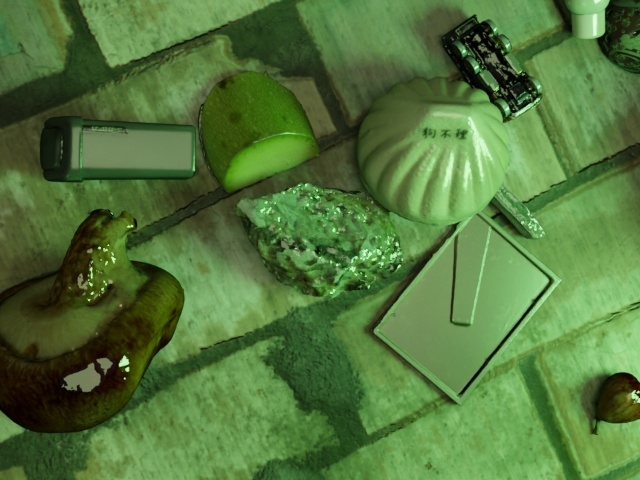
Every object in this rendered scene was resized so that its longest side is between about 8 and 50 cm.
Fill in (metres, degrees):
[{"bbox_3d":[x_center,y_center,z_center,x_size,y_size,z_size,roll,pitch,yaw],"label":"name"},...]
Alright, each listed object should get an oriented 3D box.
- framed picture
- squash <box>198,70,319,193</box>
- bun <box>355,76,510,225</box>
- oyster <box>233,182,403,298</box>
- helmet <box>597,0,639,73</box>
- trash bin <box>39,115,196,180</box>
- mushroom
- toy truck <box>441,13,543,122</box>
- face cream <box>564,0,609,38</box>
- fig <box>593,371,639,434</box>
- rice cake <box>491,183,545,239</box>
[{"bbox_3d":[0.256,0.112,1.765,0.213,0.016,0.289,40,85,-7],"label":"framed picture"},{"bbox_3d":[-0.110,-0.191,1.670,0.192,0.085,0.184,-25,95,-9],"label":"squash"},{"bbox_3d":[0.192,-0.169,1.641,0.263,0.175,0.263,1,71,-2],"label":"bun"},{"bbox_3d":[0.000,0.000,1.672,0.268,0.112,0.198,-10,90,-15],"label":"oyster"},{"bbox_3d":[0.588,-0.372,1.766,0.177,0.107,0.153,1,93,-9],"label":"helmet"},{"bbox_3d":[-0.320,-0.139,1.593,0.236,0.177,0.101,1,90,-12],"label":"trash bin"},{"bbox_3d":[-0.381,0.120,1.533,0.346,0.345,0.259,-16,118,-8],"label":"mushroom"},{"bbox_3d":[0.293,-0.293,1.730,0.083,0.092,0.192,-36,88,-7],"label":"toy truck"},{"bbox_3d":[0.452,-0.476,1.718,0.082,0.082,0.269,-15,117,-8],"label":"face cream"},{"bbox_3d":[0.518,0.293,1.784,0.089,0.089,0.125,45,107,-7],"label":"fig"},{"bbox_3d":[0.312,-0.075,1.758,0.036,0.047,0.207,-45,95,2],"label":"rice cake"}]
